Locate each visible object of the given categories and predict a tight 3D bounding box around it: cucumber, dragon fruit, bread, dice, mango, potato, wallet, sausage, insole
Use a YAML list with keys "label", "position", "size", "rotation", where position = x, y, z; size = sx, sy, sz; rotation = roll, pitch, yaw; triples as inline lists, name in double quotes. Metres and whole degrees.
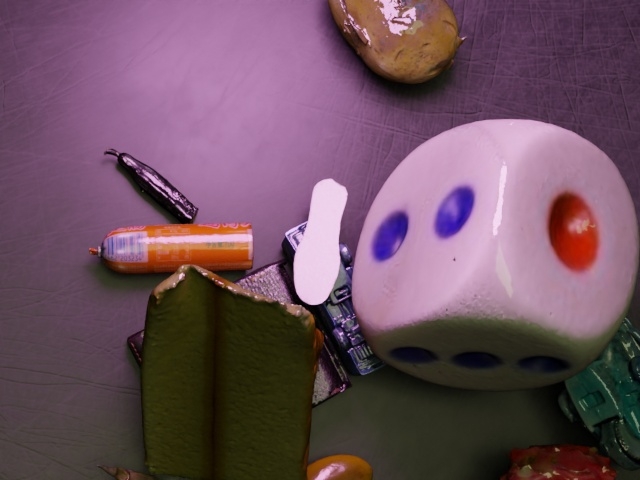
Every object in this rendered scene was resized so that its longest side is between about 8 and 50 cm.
- label: "cucumber"
  position: [-0.248, -0.082, 1.865]
  size: [0.163, 0.043, 0.039]
  rotation: [41, 118, 2]
- label: "dragon fruit"
  position: [0.324, 0.411, 1.788]
  size: [0.210, 0.205, 0.268]
  rotation: [28, 99, 33]
- label: "bread"
  position: [-0.122, 0.183, 1.615]
  size: [0.233, 0.361, 0.244]
  rotation: [6, 78, 2]
- label: "dice"
  position: [0.238, 0.027, 1.746]
  size: [0.277, 0.304, 0.304]
  rotation: [24, 62, -29]
- label: "mango"
  position: [0.005, 0.366, 1.802]
  size: [0.161, 0.076, 0.103]
  rotation: [-39, 83, -18]
- label: "potato"
  position: [0.104, -0.352, 1.920]
  size: [0.169, 0.143, 0.248]
  rotation: [-25, 84, -24]
- label: "wallet"
  position: [-0.116, 0.175, 1.824]
  size: [0.262, 0.071, 0.221]
  rotation: [-27, 86, -7]
- label: "sausage"
  position: [-0.215, 0.012, 1.833]
  size: [0.234, 0.071, 0.071]
  rotation: [-1, 80, -11]
- label: "insole"
  position: [0.000, 0.000, 1.819]
  size: [0.065, 0.004, 0.197]
  rotation: [7, 67, 5]

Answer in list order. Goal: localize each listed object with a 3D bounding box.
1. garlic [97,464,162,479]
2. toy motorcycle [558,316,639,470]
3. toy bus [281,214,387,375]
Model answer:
- label: "garlic"
  position: [-0.231, 0.375, 1.731]
  size: [0.090, 0.128, 0.198]
  rotation: [-31, 89, 2]
- label: "toy motorcycle"
  position: [0.430, 0.203, 1.866]
  size: [0.206, 0.154, 0.260]
  rotation: [-23, 81, -49]
- label: "toy bus"
  position: [0.028, 0.083, 1.850]
  size: [0.079, 0.094, 0.236]
  rotation: [-27, 83, -9]
